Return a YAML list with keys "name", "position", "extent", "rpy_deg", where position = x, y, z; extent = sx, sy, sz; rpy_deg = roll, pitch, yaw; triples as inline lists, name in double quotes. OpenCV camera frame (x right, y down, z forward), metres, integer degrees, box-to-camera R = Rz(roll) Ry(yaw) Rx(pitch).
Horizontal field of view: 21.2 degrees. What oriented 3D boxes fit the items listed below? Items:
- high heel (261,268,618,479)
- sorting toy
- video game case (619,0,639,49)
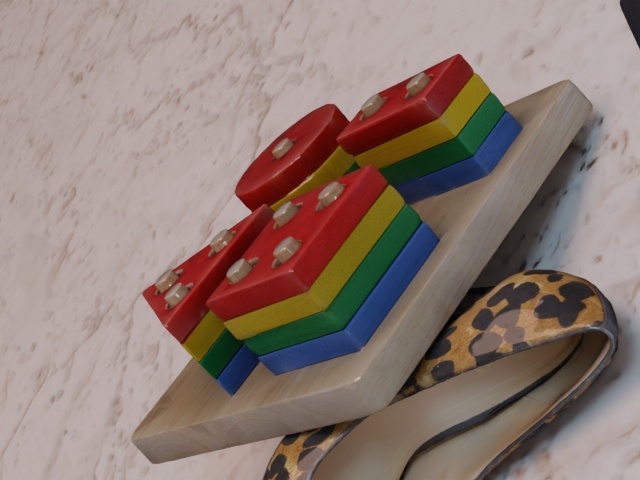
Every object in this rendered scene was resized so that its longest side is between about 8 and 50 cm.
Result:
- name: "high heel"
  position: [0.053, 0.126, 0.912]
  extent: [0.261, 0.093, 0.186]
  rpy_deg: [-58, 20, -17]
- name: "sorting toy"
  position: [0.000, 0.000, 1.039]
  extent: [0.255, 0.089, 0.257]
  rpy_deg: [-21, 26, 53]
- name: "video game case"
  position: [0.251, -0.005, 0.564]
  extent: [0.275, 0.248, 0.035]
  rpy_deg: [-100, 20, -51]
